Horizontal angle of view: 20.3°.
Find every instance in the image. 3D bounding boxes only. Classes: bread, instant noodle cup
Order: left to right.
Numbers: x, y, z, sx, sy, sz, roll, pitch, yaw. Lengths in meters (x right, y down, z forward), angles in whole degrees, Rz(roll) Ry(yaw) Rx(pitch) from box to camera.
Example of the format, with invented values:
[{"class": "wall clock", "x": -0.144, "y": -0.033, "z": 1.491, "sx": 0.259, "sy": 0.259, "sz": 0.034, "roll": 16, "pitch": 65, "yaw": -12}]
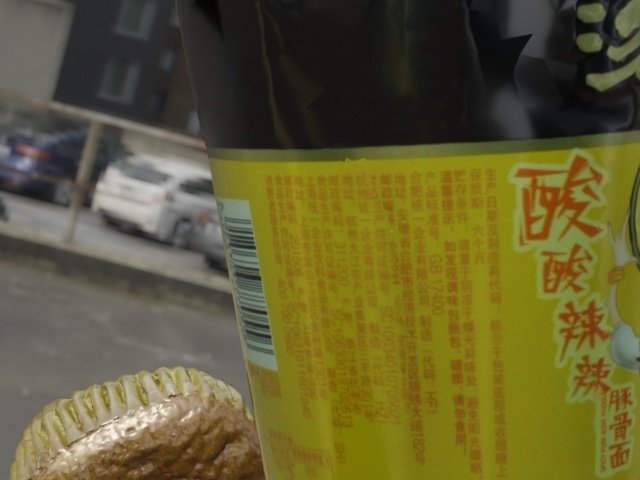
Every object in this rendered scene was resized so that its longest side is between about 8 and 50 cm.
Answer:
[{"class": "bread", "x": -0.160, "y": 0.237, "z": 1.650, "sx": 0.253, "sy": 0.227, "sz": 0.142, "roll": -20, "pitch": 17, "yaw": -10}, {"class": "instant noodle cup", "x": 0.048, "y": -0.001, "z": 0.660, "sx": 0.215, "sy": 0.236, "sz": 0.215, "roll": -2, "pitch": 6, "yaw": 0}]
